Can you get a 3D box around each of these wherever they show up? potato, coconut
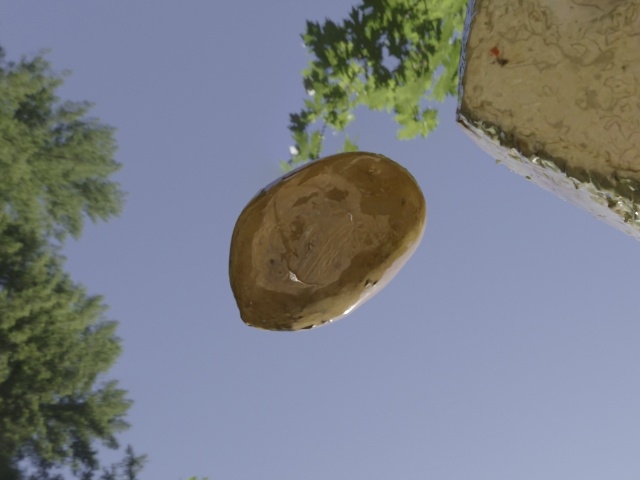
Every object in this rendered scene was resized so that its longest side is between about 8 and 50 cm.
[{"bbox_3d":[0.003,0.000,0.582,0.147,0.112,0.112,-29,-106,-2],"label":"potato"},{"bbox_3d":[0.241,-0.138,0.549,0.297,0.254,0.297,-15,-113,40],"label":"coconut"}]
